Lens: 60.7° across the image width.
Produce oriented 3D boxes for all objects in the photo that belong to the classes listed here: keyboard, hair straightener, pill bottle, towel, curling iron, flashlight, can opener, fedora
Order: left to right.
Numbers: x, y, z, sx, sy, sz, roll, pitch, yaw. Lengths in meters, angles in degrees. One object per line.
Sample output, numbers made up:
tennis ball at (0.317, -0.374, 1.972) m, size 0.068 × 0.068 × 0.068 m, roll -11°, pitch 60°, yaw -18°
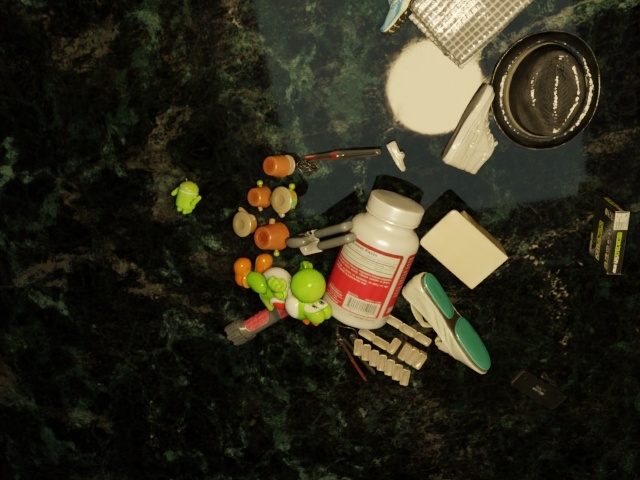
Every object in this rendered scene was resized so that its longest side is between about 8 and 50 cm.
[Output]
flashlight at (-0.207, 0.267, 1.941) m, size 0.304 × 0.103 × 0.103 m, roll -31°, pitch 75°, yaw 19°
can opener at (0.000, 0.000, 1.706) m, size 0.280 × 0.093 × 0.074 m, roll -14°, pitch 94°, yaw 50°
curling iron at (0.058, -0.259, 1.743) m, size 0.274 × 0.035 × 0.068 m, roll -11°, pitch 111°, yaw 14°
hair straightener at (0.133, 0.388, 1.959) m, size 0.089 × 0.047 × 0.230 m, roll -33°, pitch 95°, yaw 2°
pill bottle at (0.171, 0.057, 1.729) m, size 0.229 × 0.229 × 0.407 m, roll 21°, pitch 111°, yaw 2°
towel at (0.411, -0.649, 1.497) m, size 0.235 × 0.121 × 0.284 m, roll 45°, pitch 110°, yaw -6°
keyboard at (0.763, 0.505, 1.891) m, size 0.180 × 0.023 × 0.108 m, roll 31°, pitch 118°, yaw -2°
fedora at (0.636, -0.410, 1.523) m, size 0.335 × 0.152 × 0.333 m, roll 3°, pitch 109°, yaw 9°

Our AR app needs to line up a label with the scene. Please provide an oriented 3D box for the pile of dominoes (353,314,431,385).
pile of dominoes at (0.248, 0.370, 1.926) m, size 0.251 × 0.040 × 0.195 m, roll 31°, pitch 99°, yaw 4°

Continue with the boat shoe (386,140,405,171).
boat shoe at (0.245, -0.265, 1.708) m, size 0.035 × 0.035 × 0.100 m, roll -28°, pitch 96°, yaw 21°

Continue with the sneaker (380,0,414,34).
sneaker at (0.217, -0.669, 1.567) m, size 0.073 × 0.063 × 0.162 m, roll 37°, pitch 108°, yaw 15°

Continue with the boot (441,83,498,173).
boot at (0.474, -0.325, 1.624) m, size 0.124 × 0.095 × 0.258 m, roll 23°, pitch 120°, yaw -5°

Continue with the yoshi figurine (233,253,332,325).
yoshi figurine at (-0.105, 0.128, 1.755) m, size 0.362 × 0.203 × 0.203 m, roll 26°, pitch 72°, yaw 35°

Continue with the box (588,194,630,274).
box at (0.844, -0.020, 1.606) m, size 0.045 × 0.184 × 0.190 m, roll 0°, pitch 110°, yaw 8°

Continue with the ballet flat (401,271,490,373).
ballet flat at (0.413, 0.284, 1.833) m, size 0.139 × 0.139 × 0.400 m, roll -34°, pitch 96°, yaw 19°

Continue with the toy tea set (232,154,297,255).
toy tea set at (-0.148, -0.118, 1.808) m, size 0.200 × 0.124 × 0.335 m, roll 42°, pitch 118°, yaw 26°

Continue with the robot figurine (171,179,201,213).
robot figurine at (-0.452, -0.149, 1.854) m, size 0.101 × 0.067 × 0.115 m, roll 27°, pitch 113°, yaw 21°

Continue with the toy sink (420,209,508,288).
toy sink at (0.440, 0.007, 1.716) m, size 0.234 × 0.131 × 0.153 m, roll 39°, pitch 111°, yaw -10°
